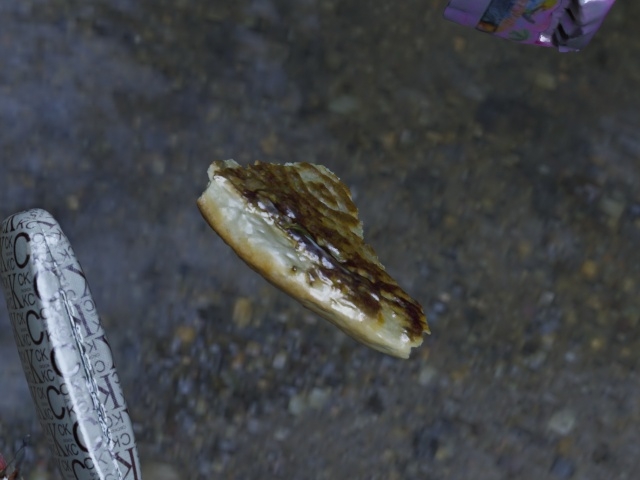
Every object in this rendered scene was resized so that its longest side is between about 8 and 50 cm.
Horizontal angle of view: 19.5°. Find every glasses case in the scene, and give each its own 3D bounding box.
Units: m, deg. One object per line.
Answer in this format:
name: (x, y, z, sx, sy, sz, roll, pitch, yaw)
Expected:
glasses case: (-0.269, 0.138, 1.994, 0.085, 0.137, 0.354, -18, 91, -22)

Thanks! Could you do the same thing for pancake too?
pancake: (0.000, 0.000, 1.848, 0.266, 0.057, 0.244, 36, 24, -5)

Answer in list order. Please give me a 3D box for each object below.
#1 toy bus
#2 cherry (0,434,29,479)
toy bus: (0.160, -0.258, 1.234, 0.112, 0.090, 0.274, 19, 64, -3)
cherry: (-0.194, 0.145, 0.940, 0.126, 0.087, 0.106, -14, 97, -2)
